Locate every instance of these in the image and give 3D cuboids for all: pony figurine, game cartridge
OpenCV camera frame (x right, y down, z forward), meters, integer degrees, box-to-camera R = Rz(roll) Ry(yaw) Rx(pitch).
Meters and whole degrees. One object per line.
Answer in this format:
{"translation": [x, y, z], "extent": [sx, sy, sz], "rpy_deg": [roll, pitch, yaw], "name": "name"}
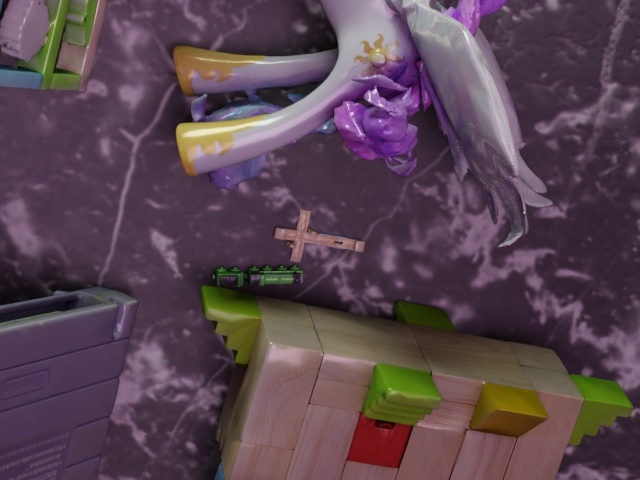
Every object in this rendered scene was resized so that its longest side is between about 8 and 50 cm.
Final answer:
{"translation": [0.053, -0.164, 1.530], "extent": [0.363, 0.303, 0.351], "rpy_deg": [-13, 97, 6], "name": "pony figurine"}
{"translation": [-0.272, 0.164, 1.488], "extent": [0.068, 0.355, 0.230], "rpy_deg": [22, 101, 19], "name": "game cartridge"}

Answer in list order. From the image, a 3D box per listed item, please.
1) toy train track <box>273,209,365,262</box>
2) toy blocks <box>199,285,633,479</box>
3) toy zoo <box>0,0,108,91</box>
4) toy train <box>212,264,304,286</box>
{"translation": [0.000, 0.000, 1.664], "extent": [0.083, 0.014, 0.048], "rpy_deg": [9, 101, -15], "name": "toy train track"}
{"translation": [0.051, 0.208, 1.655], "extent": [0.381, 0.191, 0.261], "rpy_deg": [11, 111, -15], "name": "toy blocks"}
{"translation": [-0.252, -0.215, 1.441], "extent": [0.030, 0.293, 0.192], "rpy_deg": [19, 100, 25], "name": "toy zoo"}
{"translation": [-0.054, 0.033, 1.655], "extent": [0.083, 0.024, 0.017], "rpy_deg": [-1, 103, -12], "name": "toy train"}
